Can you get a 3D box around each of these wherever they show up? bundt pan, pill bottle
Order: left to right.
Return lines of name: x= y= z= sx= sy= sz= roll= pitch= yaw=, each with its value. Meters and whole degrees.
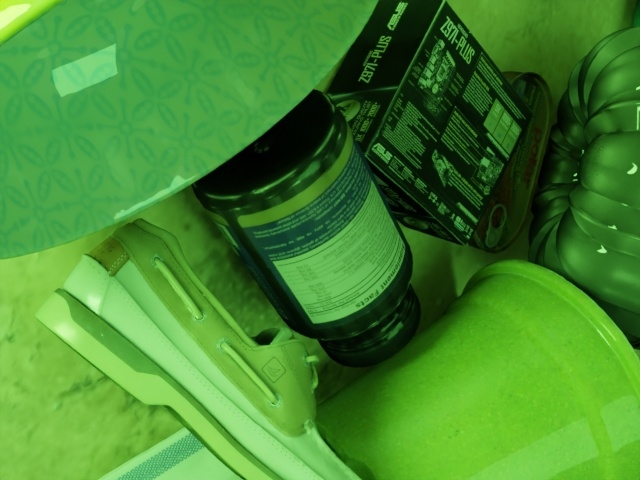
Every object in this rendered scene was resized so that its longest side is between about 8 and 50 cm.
pill bottle: x=0.000 y=0.000 z=0.667 sx=0.123 sy=0.122 sz=0.219 roll=-49 pitch=132 yaw=-21
bundt pan: x=0.295 y=-0.064 z=0.845 sx=0.331 sy=0.124 sz=0.331 roll=13 pitch=90 yaw=-87

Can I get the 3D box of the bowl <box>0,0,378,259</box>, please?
bowl: x=-0.124 y=-0.130 z=0.454 sx=0.289 sy=0.289 sz=0.156 roll=-28 pitch=80 yaw=-35

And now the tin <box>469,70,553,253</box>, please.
tin: x=0.189 y=-0.082 z=0.883 sx=0.106 sy=0.040 sz=0.190 roll=8 pitch=98 yaw=-41

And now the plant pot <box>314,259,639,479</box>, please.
plant pot: x=0.124 y=0.192 z=0.781 sx=0.253 sy=0.276 sz=0.276 roll=-24 pitch=120 yaw=-24

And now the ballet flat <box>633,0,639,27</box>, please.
ballet flat: x=0.429 y=-0.137 z=1.028 sx=0.124 sy=0.116 sz=0.343 roll=4 pitch=98 yaw=-11

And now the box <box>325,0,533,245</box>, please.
box: x=0.092 y=-0.102 z=0.751 sx=0.180 sy=0.077 sz=0.147 roll=35 pitch=80 yaw=-45

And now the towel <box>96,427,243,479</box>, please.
towel: x=-0.095 y=0.296 z=0.629 sx=0.209 sy=0.034 sz=0.285 roll=-29 pitch=84 yaw=-34

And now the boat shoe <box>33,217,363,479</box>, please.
boat shoe: x=-0.048 y=0.108 z=0.600 sx=0.302 sy=0.113 sz=0.103 roll=42 pitch=73 yaw=-16
